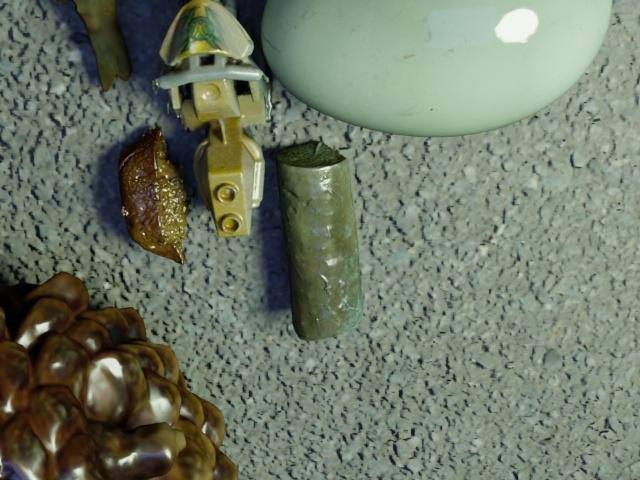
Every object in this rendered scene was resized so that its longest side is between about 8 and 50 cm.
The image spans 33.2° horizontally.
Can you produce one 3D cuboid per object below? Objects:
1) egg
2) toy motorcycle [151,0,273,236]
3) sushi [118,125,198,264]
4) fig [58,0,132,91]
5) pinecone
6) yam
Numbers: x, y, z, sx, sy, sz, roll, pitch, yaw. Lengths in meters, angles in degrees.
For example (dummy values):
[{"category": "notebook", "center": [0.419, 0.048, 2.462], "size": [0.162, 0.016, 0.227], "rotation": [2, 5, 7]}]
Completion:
[{"category": "egg", "center": [0.086, -0.168, 0.813], "size": [0.264, 0.183, 0.182], "rotation": [-9, 114, 4]}, {"category": "toy motorcycle", "center": [-0.084, -0.107, 0.855], "size": [0.094, 0.130, 0.229], "rotation": [-5, 114, 0]}, {"category": "sushi", "center": [-0.137, -0.036, 0.921], "size": [0.060, 0.061, 0.118], "rotation": [-6, 113, 12]}, {"category": "fig", "center": [-0.184, -0.236, 0.751], "size": [0.286, 0.286, 0.368], "rotation": [0, 137, -4]}, {"category": "pinecone", "center": [-0.268, 0.228, 0.859], "size": [0.398, 0.397, 0.397], "rotation": [-2, 114, -4]}, {"category": "yam", "center": [0.000, 0.000, 0.944], "size": [0.068, 0.068, 0.169], "rotation": [-5, 112, -2]}]
